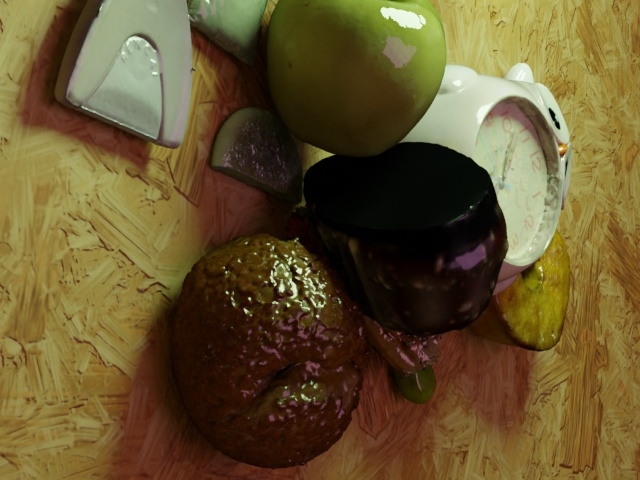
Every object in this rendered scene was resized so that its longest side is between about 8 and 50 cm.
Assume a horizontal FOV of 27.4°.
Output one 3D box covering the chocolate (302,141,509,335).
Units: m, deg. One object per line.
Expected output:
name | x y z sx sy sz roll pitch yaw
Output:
chocolate | 0.119 0.012 1.778 0.225 0.340 0.210 -23 116 -19

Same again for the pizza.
pizza | 0.147 0.127 2.049 0.226 0.069 0.147 -13 68 -51

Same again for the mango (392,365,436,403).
mango | 0.146 0.207 2.085 0.073 0.056 0.108 -41 112 -53

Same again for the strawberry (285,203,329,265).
strawberry | -0.003 0.001 1.898 0.152 0.048 0.104 54 41 -43

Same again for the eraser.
eraser | -0.226 -0.251 1.586 0.204 0.059 0.243 23 72 -52

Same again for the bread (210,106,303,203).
bread | -0.076 -0.127 1.813 0.193 0.036 0.112 24 67 -52

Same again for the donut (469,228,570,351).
donut | 0.334 0.056 2.323 0.303 0.110 0.303 11 76 -53

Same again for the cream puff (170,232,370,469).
cream puff | -0.048 0.144 1.681 0.303 0.212 0.303 -2 92 -58

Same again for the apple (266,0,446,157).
apple | 0.048 -0.249 1.804 0.262 0.262 0.262 6 82 -55

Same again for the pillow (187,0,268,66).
pillow | -0.110 -0.363 1.773 0.148 0.050 0.230 30 63 -44

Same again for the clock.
clock | 0.232 -0.105 2.068 0.376 0.250 0.368 -31 112 -45
